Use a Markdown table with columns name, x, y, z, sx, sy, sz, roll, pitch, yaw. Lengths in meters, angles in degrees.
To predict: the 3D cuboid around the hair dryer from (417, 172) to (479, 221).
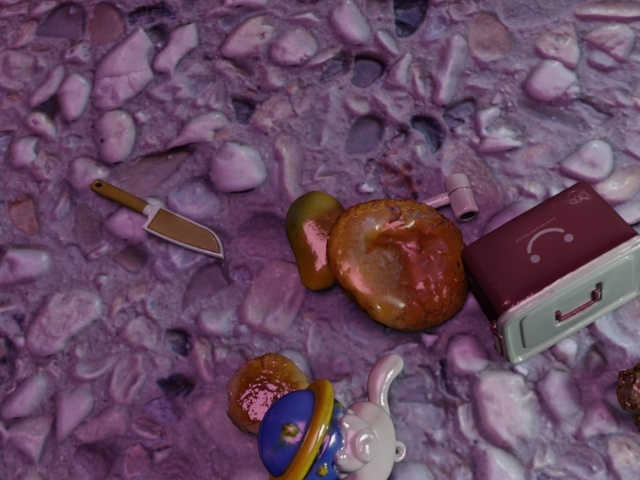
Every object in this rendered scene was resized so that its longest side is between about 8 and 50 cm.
| name | x | y | z | sx | sy | sz | roll | pitch | yaw |
| --- | --- | --- | --- | --- | --- | --- | --- | --- | --- |
| hair dryer | 0.218 | -0.065 | 1.568 | 0.137 | 0.047 | 0.082 | -18 | 63 | 10 |

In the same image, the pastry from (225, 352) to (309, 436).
| name | x | y | z | sx | sy | sz | roll | pitch | yaw |
| --- | --- | --- | --- | --- | --- | --- | --- | --- | --- |
| pastry | -0.088 | 0.268 | 1.454 | 0.153 | 0.081 | 0.153 | -4 | 65 | 10 |

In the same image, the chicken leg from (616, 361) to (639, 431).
| name | x | y | z | sx | sy | sz | roll | pitch | yaw |
| --- | --- | --- | --- | --- | --- | --- | --- | --- | --- |
| chicken leg | 0.564 | 0.231 | 1.334 | 0.196 | 0.080 | 0.125 | -19 | 72 | -5 |

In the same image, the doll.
| name | x | y | z | sx | sy | sz | roll | pitch | yaw |
| --- | --- | --- | --- | --- | --- | --- | --- | --- | --- |
| doll | 0.037 | 0.293 | 1.342 | 0.242 | 0.159 | 0.311 | 27 | 68 | -2 |

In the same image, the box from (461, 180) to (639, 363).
| name | x | y | z | sx | sy | sz | roll | pitch | yaw |
| --- | --- | --- | --- | --- | --- | --- | --- | --- | --- |
| box | 0.383 | 0.050 | 1.400 | 0.294 | 0.193 | 0.167 | -29 | 54 | -1 |

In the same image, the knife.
| name | x | y | z | sx | sy | sz | roll | pitch | yaw |
| --- | --- | --- | --- | --- | --- | --- | --- | --- | --- |
| knife | -0.328 | -0.040 | 1.688 | 0.343 | 0.027 | 0.061 | 23 | 68 | 19 |

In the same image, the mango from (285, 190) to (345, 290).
| name | x | y | z | sx | sy | sz | roll | pitch | yaw |
| --- | --- | --- | --- | --- | --- | --- | --- | --- | --- |
| mango | 0.003 | -0.003 | 1.568 | 0.122 | 0.085 | 0.191 | -15 | 71 | -8 |

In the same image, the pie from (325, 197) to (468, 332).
| name | x | y | z | sx | sy | sz | roll | pitch | yaw |
| --- | --- | --- | --- | --- | --- | --- | --- | --- | --- |
| pie | 0.140 | 0.034 | 1.492 | 0.273 | 0.069 | 0.273 | 5 | 66 | -11 |
